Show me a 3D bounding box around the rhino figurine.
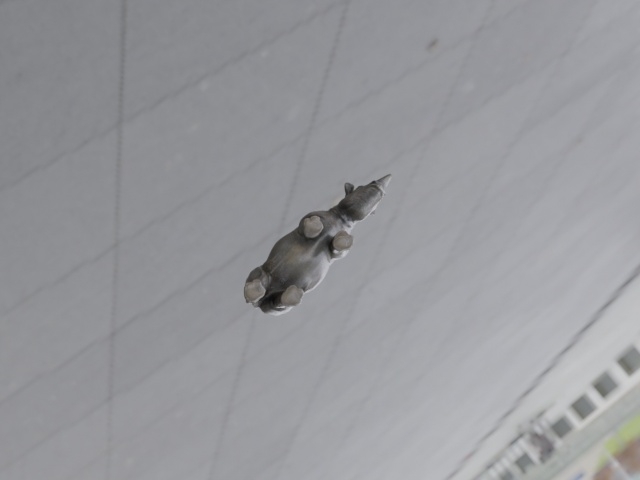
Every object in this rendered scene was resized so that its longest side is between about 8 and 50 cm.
[{"bbox_3d":[0.000,0.000,1.612,0.243,0.073,0.106,-45,-179,-11],"label":"rhino figurine"}]
